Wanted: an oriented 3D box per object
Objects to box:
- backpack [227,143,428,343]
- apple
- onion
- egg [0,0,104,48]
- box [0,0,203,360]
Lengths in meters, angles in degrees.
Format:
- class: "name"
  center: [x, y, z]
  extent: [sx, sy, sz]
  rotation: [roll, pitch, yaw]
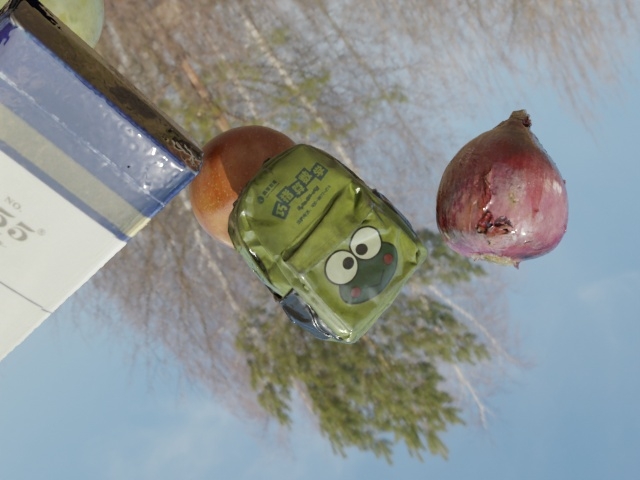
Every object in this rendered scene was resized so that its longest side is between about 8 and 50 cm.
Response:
- class: "backpack"
  center: [0.000, 0.000, 1.055]
  extent: [0.207, 0.253, 0.140]
  rotation: [-47, -170, -18]
- class: "apple"
  center: [-0.103, -0.070, 1.225]
  extent: [0.201, 0.201, 0.162]
  rotation: [-21, -130, 27]
- class: "onion"
  center: [0.217, -0.067, 0.946]
  extent: [0.159, 0.159, 0.195]
  rotation: [-6, -110, 52]
- class: "egg"
  center: [-0.454, -0.348, 1.136]
  extent: [0.218, 0.295, 0.219]
  rotation: [-160, -90, -90]
- class: "box"
  center: [-0.232, -0.029, 0.579]
  extent: [0.259, 0.168, 0.071]
  rotation: [-41, -151, 13]
